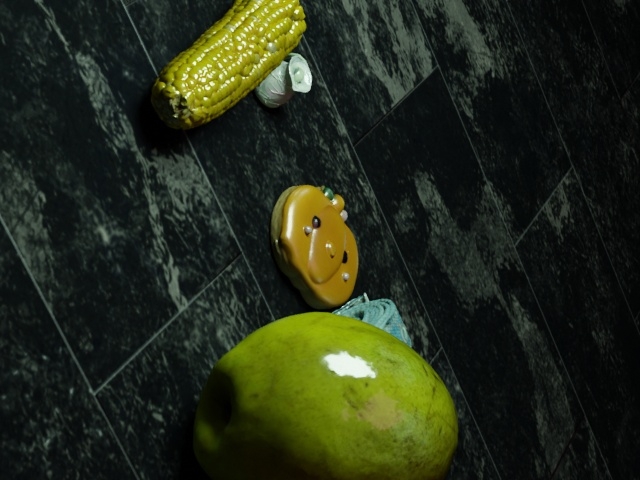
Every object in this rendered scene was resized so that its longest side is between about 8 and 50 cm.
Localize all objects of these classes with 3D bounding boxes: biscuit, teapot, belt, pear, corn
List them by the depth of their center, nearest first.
[{"bbox_3d":[0.013,0.212,1.630,0.307,0.253,0.253,19,60,-25],"label":"pear"},{"bbox_3d":[-0.111,-0.221,1.766,0.102,0.102,0.313,61,40,-22],"label":"corn"},{"bbox_3d":[0.043,0.141,1.821,0.163,0.147,0.082,-31,110,-26],"label":"belt"},{"bbox_3d":[-0.047,-0.217,1.883,0.064,0.064,0.083,48,43,-36],"label":"teapot"},{"bbox_3d":[0.003,-0.001,1.891,0.170,0.050,0.170,25,59,-50],"label":"biscuit"}]
